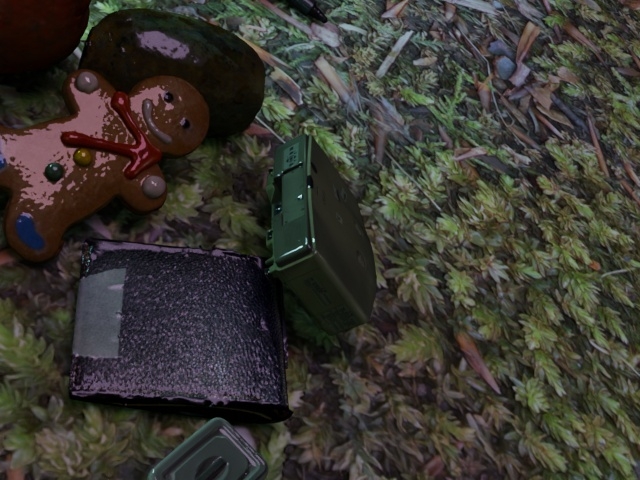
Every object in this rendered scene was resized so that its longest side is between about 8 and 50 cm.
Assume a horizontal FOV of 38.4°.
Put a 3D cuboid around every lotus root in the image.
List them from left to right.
[{"bbox_3d":[-0.209,-0.243,1.326,0.275,0.152,0.160,7,55,-26],"label":"lotus root"}]

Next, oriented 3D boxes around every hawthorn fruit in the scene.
[{"bbox_3d":[-0.450,-0.337,1.204,0.308,0.276,0.276,-23,65,-20],"label":"hawthorn fruit"}]

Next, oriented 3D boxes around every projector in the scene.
[{"bbox_3d":[0.000,0.000,1.240,0.193,0.088,0.269,53,21,-34],"label":"projector"}]

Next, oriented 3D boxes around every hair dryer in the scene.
[{"bbox_3d":[-0.094,-0.470,1.665,0.255,0.070,0.128,36,43,-5],"label":"hair dryer"}]

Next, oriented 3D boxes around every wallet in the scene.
[{"bbox_3d":[-0.166,0.109,1.115,0.263,0.071,0.220,10,53,-20],"label":"wallet"}]

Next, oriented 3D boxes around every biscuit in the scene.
[{"bbox_3d":[-0.275,-0.121,1.167,0.324,0.049,0.205,-28,94,-33],"label":"biscuit"}]

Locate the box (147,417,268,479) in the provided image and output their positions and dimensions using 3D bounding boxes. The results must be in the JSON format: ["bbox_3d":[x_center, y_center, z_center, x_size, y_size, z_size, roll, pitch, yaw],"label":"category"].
[{"bbox_3d":[-0.128,0.263,0.997,0.089,0.062,0.122,44,43,10],"label":"box"}]
